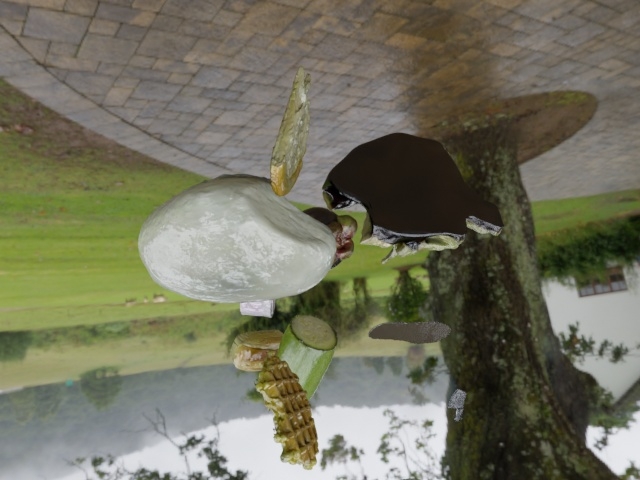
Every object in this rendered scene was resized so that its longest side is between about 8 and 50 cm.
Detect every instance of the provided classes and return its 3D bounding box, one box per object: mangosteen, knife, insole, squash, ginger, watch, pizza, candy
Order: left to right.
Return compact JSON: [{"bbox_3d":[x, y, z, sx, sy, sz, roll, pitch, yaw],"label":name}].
[{"bbox_3d":[-0.197,0.033,1.180,0.426,0.186,0.386,-14,145,30],"label":"candy"},{"bbox_3d":[-0.178,0.130,1.830,0.196,0.244,0.231,5,143,2],"label":"watch"},{"bbox_3d":[-0.046,-0.204,1.040,0.034,0.262,0.181,11,169,7],"label":"pizza"},{"bbox_3d":[-0.066,0.401,1.844,0.189,0.189,0.260,-2,128,-41],"label":"squash"},{"bbox_3d":[0.000,0.000,1.625,0.209,0.210,0.210,-10,171,-2],"label":"mangosteen"},{"bbox_3d":[0.206,-0.063,1.271,0.413,0.358,0.211,-19,145,-30],"label":"ginger"},{"bbox_3d":[0.273,0.272,1.626,0.327,0.007,0.111,9,130,-36],"label":"insole"},{"bbox_3d":[0.471,0.566,1.892,0.060,0.028,0.230,-2,139,6],"label":"knife"}]

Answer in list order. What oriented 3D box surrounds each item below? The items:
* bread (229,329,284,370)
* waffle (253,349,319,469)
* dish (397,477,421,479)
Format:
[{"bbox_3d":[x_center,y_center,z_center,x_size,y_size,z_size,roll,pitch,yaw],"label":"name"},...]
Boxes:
[{"bbox_3d":[-0.218,0.408,2.026,0.236,0.140,0.106,1,-151,-40],"label":"bread"},{"bbox_3d":[-0.083,0.446,1.441,0.058,0.301,0.281,-27,140,11],"label":"waffle"},{"bbox_3d":[0.229,0.861,1.655,0.273,0.134,0.273,-12,130,-15],"label":"dish"}]
